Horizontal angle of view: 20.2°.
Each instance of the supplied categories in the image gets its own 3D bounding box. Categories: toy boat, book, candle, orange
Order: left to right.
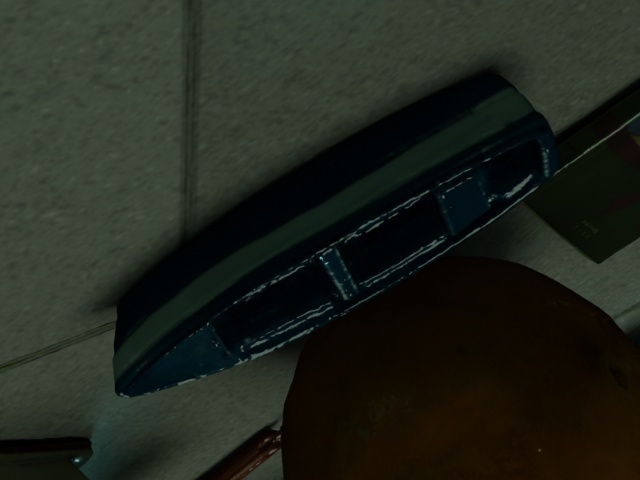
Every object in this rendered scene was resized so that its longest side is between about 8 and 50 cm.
[{"bbox_3d":[-0.064,0.174,1.378,0.167,0.021,0.026,-41,179,20],"label":"candle"},{"bbox_3d":[0.000,0.000,1.066,0.299,0.062,0.096,-30,156,-1],"label":"toy boat"},{"bbox_3d":[0.111,0.144,1.191,0.226,0.284,0.284,-42,153,30],"label":"orange"},{"bbox_3d":[0.276,-0.089,1.238,0.289,0.026,0.201,-35,153,13],"label":"book"}]

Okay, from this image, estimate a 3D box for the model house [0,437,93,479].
[{"bbox_3d":[-0.194,0.237,1.151,0.169,0.244,0.326,-44,-175,31],"label":"model house"}]

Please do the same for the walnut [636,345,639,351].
[{"bbox_3d":[0.299,0.185,1.630,0.165,0.165,0.197,-10,152,-36],"label":"walnut"}]
